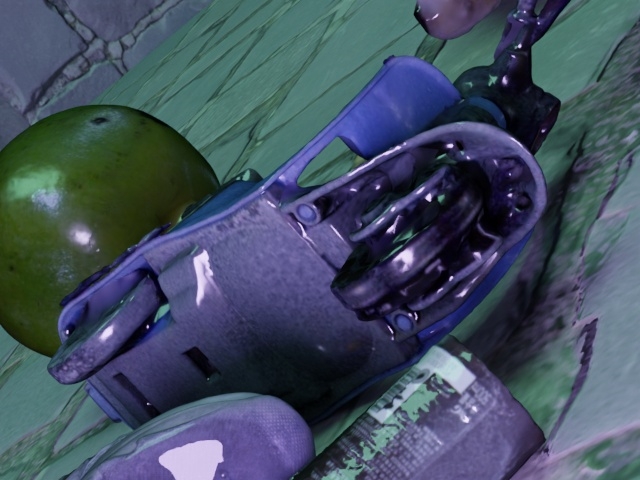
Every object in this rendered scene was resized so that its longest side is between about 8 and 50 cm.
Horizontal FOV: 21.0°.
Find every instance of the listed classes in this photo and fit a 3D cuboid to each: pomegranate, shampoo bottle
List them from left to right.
[{"bbox_3d":[-0.122,-0.001,1.154,0.225,0.187,0.187,1,39,33],"label":"pomegranate"},{"bbox_3d":[-0.011,0.123,0.621,0.208,0.063,0.057,-44,11,-6],"label":"shampoo bottle"}]

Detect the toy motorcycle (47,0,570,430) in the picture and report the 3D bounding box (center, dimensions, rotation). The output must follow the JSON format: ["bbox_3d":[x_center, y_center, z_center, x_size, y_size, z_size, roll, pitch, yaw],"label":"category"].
[{"bbox_3d":[0.000,0.000,0.850,0.358,0.125,0.212,-29,17,49],"label":"toy motorcycle"}]

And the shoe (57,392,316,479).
[{"bbox_3d":[-0.079,0.128,0.745,0.245,0.095,0.137,-43,14,32],"label":"shoe"}]

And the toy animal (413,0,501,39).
[{"bbox_3d":[0.116,-0.259,0.848,0.302,0.284,0.225,-17,12,-10],"label":"toy animal"}]
